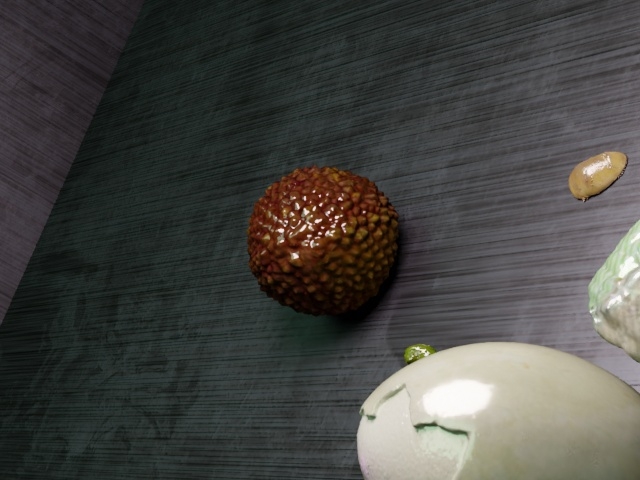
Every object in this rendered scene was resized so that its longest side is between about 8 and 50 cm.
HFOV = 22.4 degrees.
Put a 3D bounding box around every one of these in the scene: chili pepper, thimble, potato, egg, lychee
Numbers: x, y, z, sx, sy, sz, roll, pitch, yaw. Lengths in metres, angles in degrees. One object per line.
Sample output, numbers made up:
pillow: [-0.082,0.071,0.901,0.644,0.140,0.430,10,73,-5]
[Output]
chili pepper: [0.129,0.229,2.157,0.072,0.073,0.204,-56,12,40]
thimble: [0.397,0.079,1.744,0.150,0.219,0.219,-52,30,7]
potato: [0.361,-0.087,2.141,0.093,0.036,0.037,-36,32,32]
egg: [0.201,0.247,1.742,0.336,0.278,0.278,14,67,14]
lychee: [0.000,0.000,2.400,0.236,0.236,0.271,-54,-7,6]
